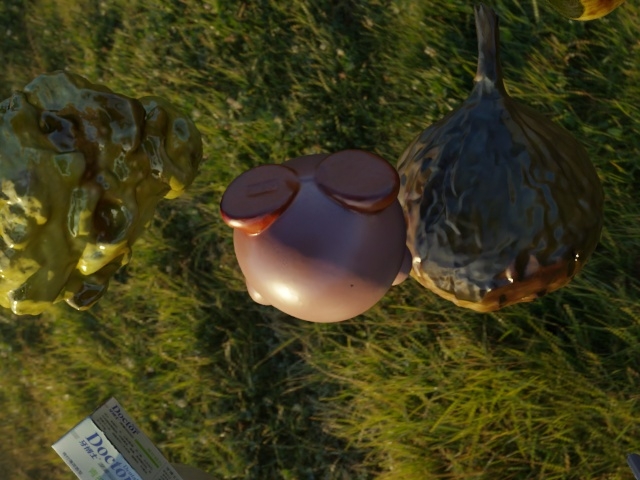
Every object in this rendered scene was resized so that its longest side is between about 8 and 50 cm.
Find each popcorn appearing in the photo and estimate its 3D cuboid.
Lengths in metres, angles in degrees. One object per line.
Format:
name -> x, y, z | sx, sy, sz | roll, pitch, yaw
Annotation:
popcorn -> -0.267, -0.059, 0.758 | 0.174, 0.225, 0.286 | 41, 86, 23

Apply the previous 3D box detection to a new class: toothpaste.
toothpaste -> -0.195, 0.356, 0.930 | 0.081, 0.067, 0.336 | -39, 92, 19

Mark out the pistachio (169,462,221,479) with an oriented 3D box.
pistachio -> -0.280, 0.588, 1.407 | 0.445, 0.365, 0.281 | 20, 82, 57

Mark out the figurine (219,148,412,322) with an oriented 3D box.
figurine -> 0.000, 0.000, 0.709 | 0.173, 0.173, 0.173 | -3, 84, 36

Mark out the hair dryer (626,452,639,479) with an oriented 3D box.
hair dryer -> 0.357, 0.270, 0.808 | 0.037, 0.114, 0.063 | 29, 107, -3

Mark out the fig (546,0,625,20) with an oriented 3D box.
fig -> 0.270, -0.288, 0.697 | 0.121, 0.136, 0.153 | 29, 77, 23

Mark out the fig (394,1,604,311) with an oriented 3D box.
fig -> 0.202, -0.110, 0.922 | 0.286, 0.286, 0.368 | 5, 123, 37
